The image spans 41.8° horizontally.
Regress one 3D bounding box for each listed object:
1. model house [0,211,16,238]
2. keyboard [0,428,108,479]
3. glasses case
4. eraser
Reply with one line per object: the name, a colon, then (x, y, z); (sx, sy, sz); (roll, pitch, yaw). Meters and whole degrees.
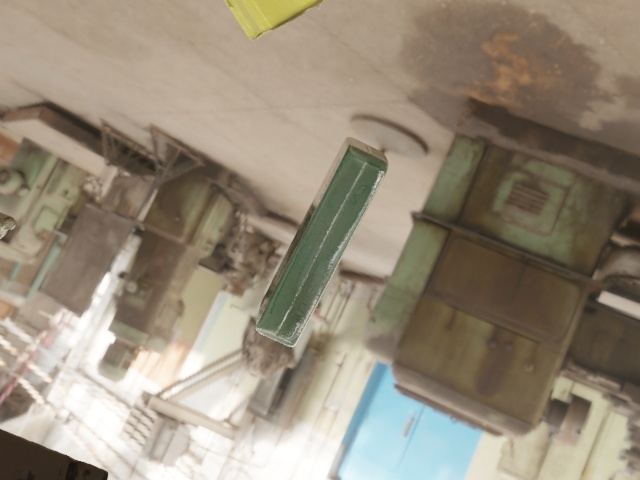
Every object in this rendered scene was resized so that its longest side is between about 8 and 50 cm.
model house: (-0.464, -0.016, 0.943); (0.229, 0.122, 0.188); (3, -169, 42)
keyboard: (-0.144, 0.219, 0.307); (0.018, 0.309, 0.101); (-28, 133, 34)
glasses case: (0.000, 0.000, 0.743); (0.039, 0.184, 0.078); (26, -167, -6)
eraser: (-0.097, -0.434, 1.272); (0.226, 0.158, 0.069); (55, -167, -30)
